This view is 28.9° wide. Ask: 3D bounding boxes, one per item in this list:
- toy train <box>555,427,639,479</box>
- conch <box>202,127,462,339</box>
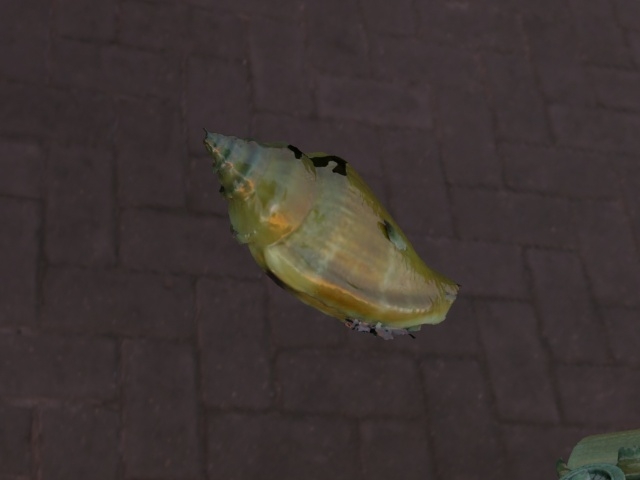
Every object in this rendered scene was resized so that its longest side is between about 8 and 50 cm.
[{"bbox_3d":[0.312,0.190,0.980,0.126,0.307,0.189,55,42,-22],"label":"toy train"},{"bbox_3d":[0.001,-0.004,0.788,0.201,0.079,0.095,39,49,-7],"label":"conch"}]
